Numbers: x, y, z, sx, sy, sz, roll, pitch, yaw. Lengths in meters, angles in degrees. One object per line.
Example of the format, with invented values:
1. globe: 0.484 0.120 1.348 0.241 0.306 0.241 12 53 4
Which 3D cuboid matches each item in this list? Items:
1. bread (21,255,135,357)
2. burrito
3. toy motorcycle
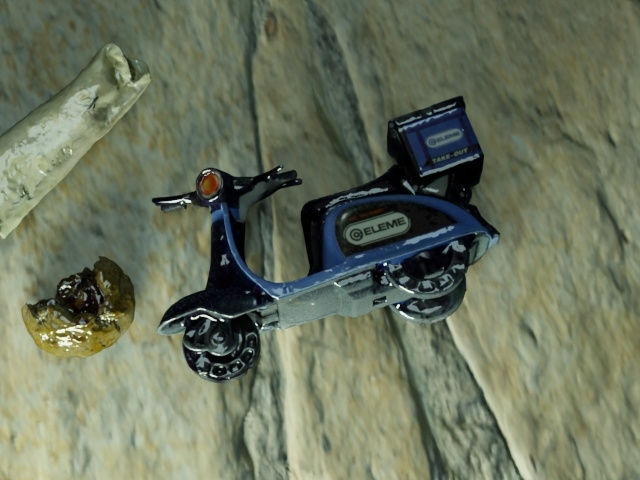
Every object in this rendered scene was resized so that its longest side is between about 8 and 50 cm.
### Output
1. bread: -0.233 0.071 1.640 0.113 0.060 0.082 -36 78 -9
2. burrito: -0.266 -0.109 1.679 0.226 0.060 0.087 -44 82 -8
3. toy motorcycle: 0.000 0.000 1.632 0.359 0.125 0.212 -18 70 -6
